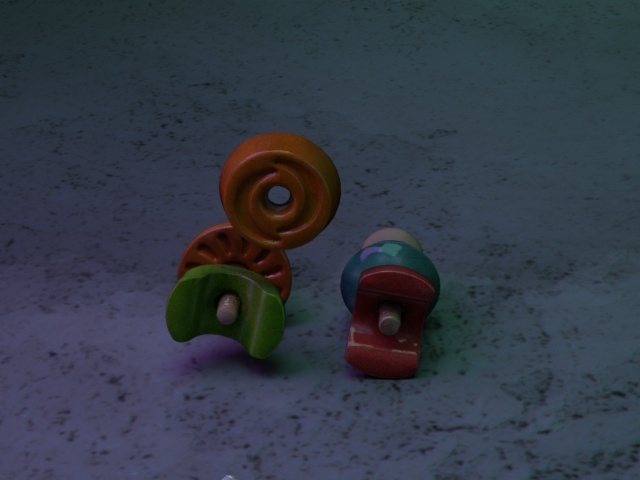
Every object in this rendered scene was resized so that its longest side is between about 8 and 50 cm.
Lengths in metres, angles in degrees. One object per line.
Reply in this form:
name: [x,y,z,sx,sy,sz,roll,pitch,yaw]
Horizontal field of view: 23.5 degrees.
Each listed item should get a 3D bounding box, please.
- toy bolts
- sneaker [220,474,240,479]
toy bolts: [0.000,0.000,1.345,0.228,0.218,0.158,15,24,-3]
sneaker: [-0.067,0.210,1.124,0.043,0.040,0.109,9,33,17]
